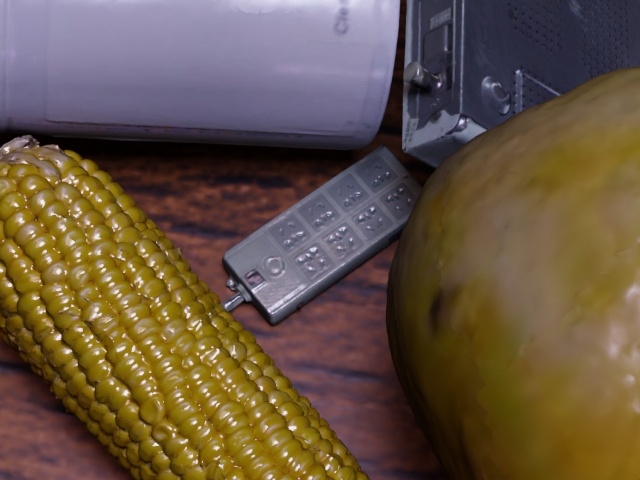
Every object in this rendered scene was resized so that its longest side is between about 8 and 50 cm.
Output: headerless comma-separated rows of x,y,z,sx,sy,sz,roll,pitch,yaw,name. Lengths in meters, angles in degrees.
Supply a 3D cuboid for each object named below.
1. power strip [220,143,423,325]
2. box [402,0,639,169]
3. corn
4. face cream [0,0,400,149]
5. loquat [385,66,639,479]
0.000,0.000,0.850,0.136,0.019,0.051,-34,73,-15,power strip
0.122,-0.141,0.840,0.211,0.045,0.270,26,58,-38,box
-0.079,0.071,0.777,0.106,0.106,0.293,-38,75,-16,corn
-0.152,-0.125,0.806,0.369,0.145,0.145,1,65,-11,face cream
0.168,0.065,0.685,0.276,0.276,0.284,-24,77,-11,loquat
